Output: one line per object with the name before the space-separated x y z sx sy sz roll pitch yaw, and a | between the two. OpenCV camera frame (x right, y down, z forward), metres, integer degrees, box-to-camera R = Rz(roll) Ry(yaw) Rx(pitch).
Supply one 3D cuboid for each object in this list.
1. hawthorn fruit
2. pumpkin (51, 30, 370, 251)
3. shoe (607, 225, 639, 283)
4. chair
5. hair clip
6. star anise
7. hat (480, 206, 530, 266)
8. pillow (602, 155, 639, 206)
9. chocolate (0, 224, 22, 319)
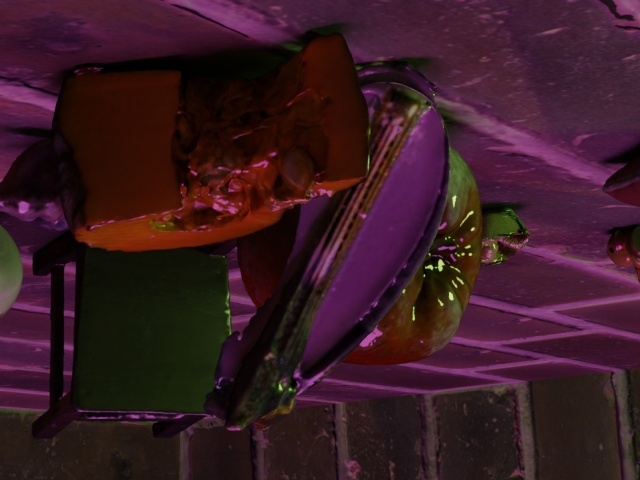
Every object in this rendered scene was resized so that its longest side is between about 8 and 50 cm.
hawthorn fruit | 0.034 0.013 1.558 0.231 0.235 0.263 28 142 -22
pumpkin | -0.104 -0.080 1.333 0.190 0.139 0.280 2 166 -28
shoe | 0.426 0.021 2.130 0.109 0.072 0.069 1 163 -17
chair | -0.191 0.096 1.919 0.203 0.240 0.416 5 167 -25
hair clip | 0.012 0.019 1.406 0.110 0.358 0.095 35 -170 32
star anise | -0.206 -0.048 1.572 0.229 0.093 0.236 -14 166 42
hat | 0.204 -0.009 1.962 0.077 0.059 0.076 -4 154 -24
pillow | 0.397 -0.063 1.697 0.171 0.075 0.179 -1 170 -13
chocolate | -0.407 0.042 1.802 0.221 0.221 0.147 7 143 -42
